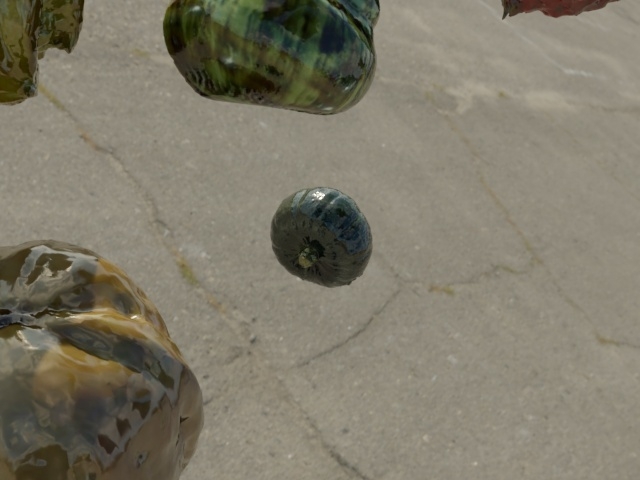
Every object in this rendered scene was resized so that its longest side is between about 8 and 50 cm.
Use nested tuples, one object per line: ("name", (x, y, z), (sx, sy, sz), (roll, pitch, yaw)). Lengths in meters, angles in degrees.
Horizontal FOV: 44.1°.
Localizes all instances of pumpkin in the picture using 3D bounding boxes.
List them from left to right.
("pumpkin", (-0.001, -0.002, 1.528), (0.211, 0.211, 0.152), (43, 48, 16))

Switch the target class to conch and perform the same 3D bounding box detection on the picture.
("conch", (-0.026, -0.197, 0.724), (0.187, 0.124, 0.181), (45, 52, -12))

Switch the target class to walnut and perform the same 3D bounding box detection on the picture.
("walnut", (-0.261, 0.177, 0.744), (0.306, 0.344, 0.306), (-3, 45, 3))

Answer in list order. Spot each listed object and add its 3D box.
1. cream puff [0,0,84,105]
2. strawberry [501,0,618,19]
("cream puff", (-0.346, -0.275, 0.758), (0.257, 0.291, 0.324), (27, 29, -12))
("strawberry", (0.396, -0.477, 1.113), (0.292, 0.343, 0.292), (-17, 90, -80))
